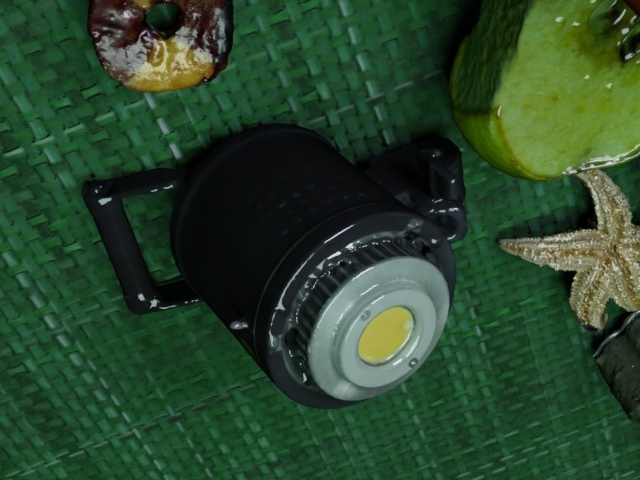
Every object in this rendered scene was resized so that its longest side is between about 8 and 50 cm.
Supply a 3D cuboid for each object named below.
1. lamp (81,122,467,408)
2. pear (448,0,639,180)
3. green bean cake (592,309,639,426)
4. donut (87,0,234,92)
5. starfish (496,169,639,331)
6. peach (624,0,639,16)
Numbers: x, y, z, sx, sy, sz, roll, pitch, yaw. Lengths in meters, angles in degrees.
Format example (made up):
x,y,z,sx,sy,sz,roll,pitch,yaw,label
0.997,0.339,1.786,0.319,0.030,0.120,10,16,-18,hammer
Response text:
x,y,z,sx,sy,sz,roll,pitch,yaw,label
-0.016,0.028,1.042,0.373,0.272,0.205,-16,127,-3,lamp
0.249,-0.175,1.029,0.238,0.164,0.255,-2,134,-15,pear
0.500,0.148,1.363,0.255,0.132,0.241,28,112,-35,green bean cake
-0.139,-0.199,0.973,0.140,0.059,0.140,-8,129,-10,donut
0.315,0.012,1.255,0.215,0.071,0.238,-19,123,-7,starfish
0.369,-0.290,0.758,0.388,0.388,0.388,-7,128,-10,peach
